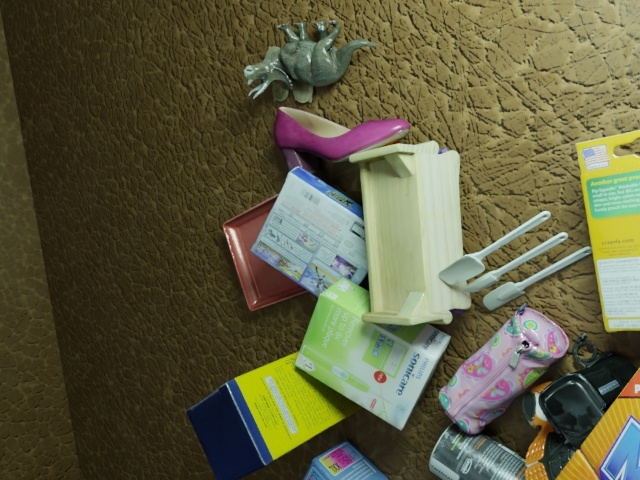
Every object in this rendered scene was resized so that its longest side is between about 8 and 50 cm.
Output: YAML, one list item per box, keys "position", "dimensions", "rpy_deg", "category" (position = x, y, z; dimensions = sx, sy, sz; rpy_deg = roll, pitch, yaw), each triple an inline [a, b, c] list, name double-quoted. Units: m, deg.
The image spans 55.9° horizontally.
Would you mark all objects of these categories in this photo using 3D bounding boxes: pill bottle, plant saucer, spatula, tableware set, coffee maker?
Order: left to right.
- position: [-0.134, 0.035, 1.605]
  dimensions: [0.258, 0.048, 0.259]
  rpy_deg: [-23, 84, 42]
  category: "plant saucer"
- position: [-0.075, -0.409, 1.480]
  dimensions: [0.169, 0.020, 0.141]
  rpy_deg: [9, 107, 39]
  category: "tableware set"
- position: [0.353, 0.480, 1.211]
  dimensions: [0.246, 0.130, 0.130]
  rpy_deg: [28, 116, 35]
  category: "pill bottle"
- position: [0.359, 0.044, 1.120]
  dimensions: [0.168, 0.019, 0.242]
  rpy_deg: [35, 130, -22]
  category: "spatula"
- position: [0.455, 0.258, 1.025]
  dimensions: [0.171, 0.178, 0.120]
  rpy_deg: [38, 120, 41]
  category: "coffee maker"

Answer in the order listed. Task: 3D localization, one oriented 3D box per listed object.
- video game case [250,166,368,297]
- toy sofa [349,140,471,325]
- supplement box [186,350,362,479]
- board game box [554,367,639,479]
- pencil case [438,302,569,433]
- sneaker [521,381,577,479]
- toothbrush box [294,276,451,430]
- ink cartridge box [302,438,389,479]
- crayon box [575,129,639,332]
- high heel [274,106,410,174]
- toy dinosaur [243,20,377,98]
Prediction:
- position: [0.000, 0.000, 1.411]
  dimensions: [0.269, 0.061, 0.244]
  rpy_deg: [34, 121, 6]
  category: "video game case"
- position: [0.181, -0.012, 1.225]
  dimensions: [0.150, 0.177, 0.362]
  rpy_deg: [-5, 90, 52]
  category: "toy sofa"
- position: [-0.098, 0.398, 1.438]
  dimensions: [0.194, 0.357, 0.195]
  rpy_deg: [-40, 72, 39]
  category: "supplement box"
- position: [0.555, 0.426, 0.762]
  dimensions: [0.356, 0.357, 0.356]
  rpy_deg: [-106, 35, -61]
  category: "board game box"
- position: [0.350, 0.255, 1.175]
  dimensions: [0.124, 0.124, 0.284]
  rpy_deg: [49, 127, 23]
  category: "pencil case"
- position: [0.429, 0.372, 1.051]
  dimensions: [0.121, 0.262, 0.099]
  rpy_deg: [41, 125, -12]
  category: "sneaker"
- position: [0.112, 0.246, 1.342]
  dimensions: [0.283, 0.122, 0.206]
  rpy_deg: [28, 117, 16]
  category: "toothbrush box"
- position: [0.116, 0.728, 1.463]
  dimensions: [0.395, 0.151, 0.270]
  rpy_deg: [38, 121, 28]
  category: "ink cartridge box"
- position: [0.548, -0.020, 0.967]
  dimensions: [0.203, 0.083, 0.322]
  rpy_deg: [-8, 94, 42]
  category: "crayon box"
- position: [0.029, -0.259, 1.346]
  dimensions: [0.377, 0.127, 0.181]
  rpy_deg: [-12, 94, 42]
  category: "high heel"
- position: [-0.015, -0.416, 1.380]
  dimensions: [0.314, 0.121, 0.160]
  rpy_deg: [3, 112, 16]
  category: "toy dinosaur"
